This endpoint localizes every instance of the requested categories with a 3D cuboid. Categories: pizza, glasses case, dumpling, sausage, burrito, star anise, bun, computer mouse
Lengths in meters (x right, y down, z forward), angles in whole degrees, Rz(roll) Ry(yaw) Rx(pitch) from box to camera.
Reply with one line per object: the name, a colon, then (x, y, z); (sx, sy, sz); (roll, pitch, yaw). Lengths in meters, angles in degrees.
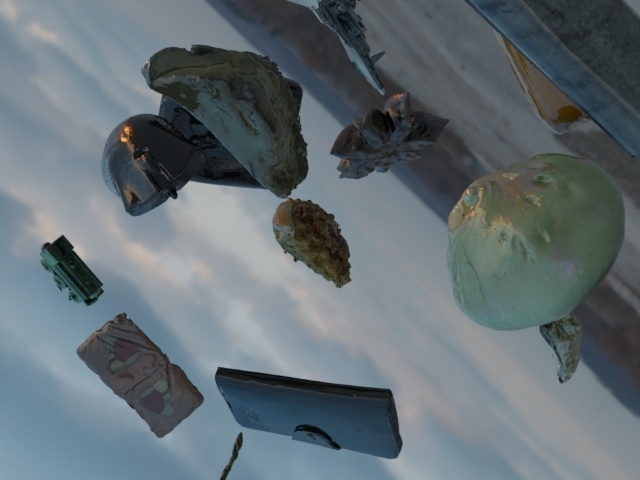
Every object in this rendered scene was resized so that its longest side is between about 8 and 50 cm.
pizza: (0.000, 0.000, 2.189); (0.226, 0.086, 0.335); (50, -167, 11)
glasses case: (0.266, -0.216, 1.039); (0.299, 0.114, 0.060); (38, -173, -22)
dumpling: (-0.112, -0.211, 1.597); (0.332, 0.166, 0.086); (40, -178, -29)
sausage: (0.337, -0.342, 1.589); (0.134, 0.116, 0.354); (-29, 87, 54)
burrito: (0.377, 0.161, 1.585); (0.058, 0.063, 0.229); (37, 167, 26)
star anise: (0.167, -0.249, 2.415); (0.315, 0.315, 0.108); (32, -145, -60)
bun: (0.282, -0.018, 1.424); (0.179, 0.283, 0.283); (38, -172, -27)
computer mouse: (-0.274, -0.131, 1.541); (0.264, 0.147, 0.088); (40, 171, 50)

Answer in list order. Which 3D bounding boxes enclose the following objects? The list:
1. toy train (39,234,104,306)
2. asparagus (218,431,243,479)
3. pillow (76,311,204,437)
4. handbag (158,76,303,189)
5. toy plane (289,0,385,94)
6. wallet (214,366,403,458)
toy train: (-0.539, 0.069, 2.196); (0.170, 0.071, 0.111); (51, 152, -11)
asparagus: (-0.218, 0.526, 2.212); (0.023, 0.233, 0.022); (17, 157, 22)
pillow: (-0.352, 0.262, 1.993); (0.248, 0.135, 0.049); (47, -167, -9)
handbag: (-0.185, -0.222, 1.962); (0.275, 0.244, 0.088); (4, -155, -27)
toy plane: (0.041, -0.335, 1.576); (0.234, 0.082, 0.160); (45, -155, -2)
wallet: (-0.020, 0.292, 1.716); (0.317, 0.045, 0.172); (7, 137, 21)
